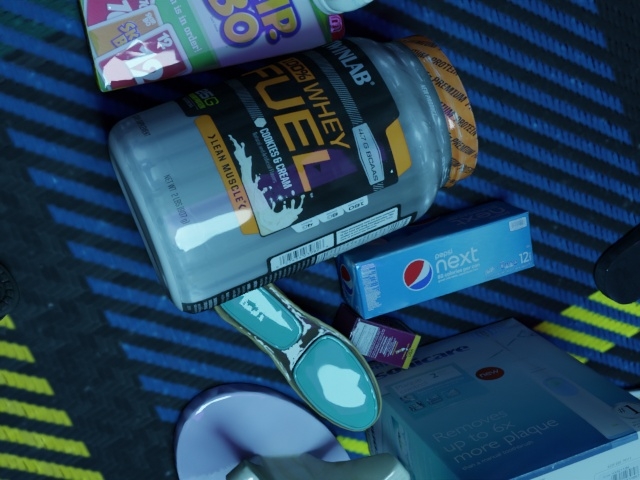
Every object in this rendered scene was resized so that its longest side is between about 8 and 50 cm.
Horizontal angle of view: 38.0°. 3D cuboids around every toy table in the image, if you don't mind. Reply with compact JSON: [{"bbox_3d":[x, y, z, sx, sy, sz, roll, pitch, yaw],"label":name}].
[{"bbox_3d":[-0.035,0.293,1.003,0.274,0.161,0.252,38,90,-26],"label":"toy table"}]

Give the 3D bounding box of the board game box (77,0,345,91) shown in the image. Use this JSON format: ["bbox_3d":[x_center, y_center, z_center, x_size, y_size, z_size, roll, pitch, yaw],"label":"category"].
[{"bbox_3d":[-0.099,-0.231,0.900,0.259,0.039,0.124,-16,111,-18],"label":"board game box"}]

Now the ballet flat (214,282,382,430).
[{"bbox_3d":[-0.022,0.106,0.984,0.080,0.073,0.232,-43,102,0],"label":"ballet flat"}]

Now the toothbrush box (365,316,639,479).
[{"bbox_3d":[0.193,0.211,0.987,0.216,0.295,0.126,-15,109,-14],"label":"toothbrush box"}]

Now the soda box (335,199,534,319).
[{"bbox_3d":[0.126,0.018,1.029,0.210,0.071,0.067,-15,109,-15],"label":"soda box"}]

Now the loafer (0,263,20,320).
[{"bbox_3d":[-0.394,0.071,0.865,0.220,0.078,0.080,-12,67,-25],"label":"loafer"}]

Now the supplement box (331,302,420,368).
[{"bbox_3d":[0.060,0.107,1.040,0.083,0.055,0.043,19,98,-23],"label":"supplement box"}]

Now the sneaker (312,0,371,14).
[{"bbox_3d":[0.082,-0.300,0.897,0.080,0.094,0.212,42,78,-34],"label":"sneaker"}]

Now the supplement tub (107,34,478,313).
[{"bbox_3d":[-0.024,-0.073,0.883,0.316,0.193,0.194,-23,112,-13],"label":"supplement tub"}]

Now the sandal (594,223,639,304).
[{"bbox_3d":[0.449,-0.017,1.145,0.097,0.054,0.254,42,89,-25],"label":"sandal"}]

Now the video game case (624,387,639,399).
[{"bbox_3d":[0.434,0.295,1.213,0.227,0.026,0.206,-3,89,-19],"label":"video game case"}]
